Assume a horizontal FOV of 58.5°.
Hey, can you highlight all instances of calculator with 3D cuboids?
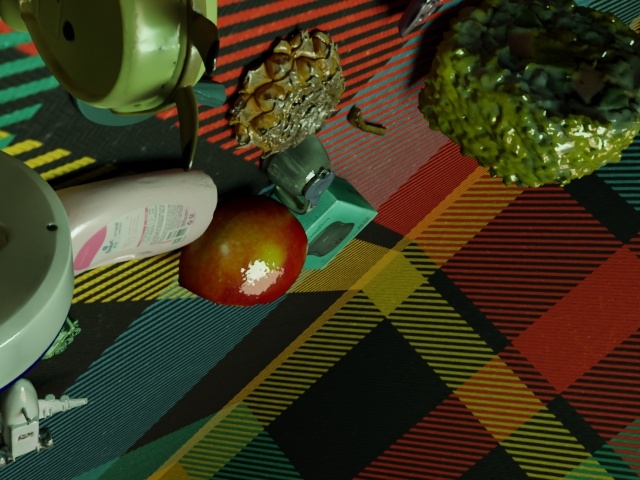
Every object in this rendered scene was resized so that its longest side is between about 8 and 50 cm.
[{"bbox_3d":[0.201,-0.408,0.801,0.294,0.043,0.194,-49,-175,34],"label":"calculator"}]

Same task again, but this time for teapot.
[{"bbox_3d":[-0.040,-0.110,0.988,0.149,0.108,0.111,-49,162,24],"label":"teapot"}]

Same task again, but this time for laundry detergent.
[{"bbox_3d":[-0.282,-0.013,0.702,0.335,0.087,0.159,-21,155,-51],"label":"laundry detergent"}]

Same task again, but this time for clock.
[{"bbox_3d":[-0.134,-0.158,0.374,0.069,0.232,0.170,-29,160,-41],"label":"clock"},{"bbox_3d":[-0.312,0.020,0.432,0.231,0.230,0.083,-31,159,-35],"label":"clock"}]

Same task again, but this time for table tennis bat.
[{"bbox_3d":[-0.177,-0.170,0.628,0.124,0.033,0.201,-47,162,27],"label":"table tennis bat"}]

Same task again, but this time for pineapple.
[{"bbox_3d":[-0.037,-0.198,0.820,0.225,0.076,0.224,-39,163,-14],"label":"pineapple"}]

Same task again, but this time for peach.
[{"bbox_3d":[-0.137,0.032,0.995,0.226,0.190,0.196,-43,176,-22],"label":"peach"}]

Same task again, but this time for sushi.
[{"bbox_3d":[0.419,-0.299,1.079,0.351,0.397,0.240,-44,163,-22],"label":"sushi"}]

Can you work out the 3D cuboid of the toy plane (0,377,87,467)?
[{"bbox_3d":[-0.523,0.317,0.997,0.251,0.101,0.255,-14,151,-38],"label":"toy plane"}]

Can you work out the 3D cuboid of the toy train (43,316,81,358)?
[{"bbox_3d":[-0.425,0.155,0.918,0.083,0.033,0.053,-47,161,17],"label":"toy train"}]

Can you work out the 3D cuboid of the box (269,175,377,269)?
[{"bbox_3d":[-0.016,-0.040,1.234,0.205,0.118,0.311,-43,165,13],"label":"box"}]

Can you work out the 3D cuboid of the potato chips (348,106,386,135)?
[{"bbox_3d":[0.096,-0.232,1.153,0.037,0.026,0.204,-59,161,12],"label":"potato chips"}]
